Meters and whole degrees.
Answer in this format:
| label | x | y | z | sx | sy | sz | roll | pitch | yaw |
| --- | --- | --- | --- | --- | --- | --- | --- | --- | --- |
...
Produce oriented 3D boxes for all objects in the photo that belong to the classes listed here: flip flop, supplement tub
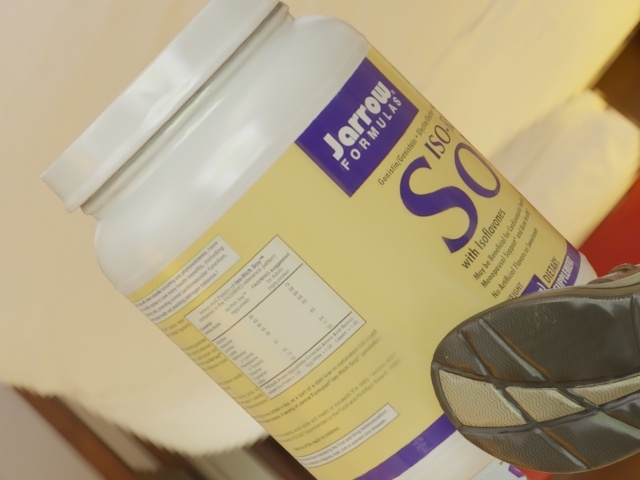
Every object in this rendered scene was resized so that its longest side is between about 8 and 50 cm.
| label | x | y | z | sx | sy | sz | roll | pitch | yaw |
| --- | --- | --- | --- | --- | --- | --- | --- | --- | --- |
| flip flop | 0.199 | 0.050 | 1.082 | 0.277 | 0.112 | 0.080 | -26 | -176 | 15 |
| supplement tub | 0.000 | 0.000 | 1.249 | 0.241 | 0.331 | 0.241 | -44 | -172 | 8 |

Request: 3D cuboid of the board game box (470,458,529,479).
| label | x | y | z | sx | sy | sz | roll | pitch | yaw |
| --- | --- | --- | --- | --- | --- | --- | --- | --- | --- |
| board game box | 0.207 | 0.374 | 2.025 | 0.144 | 0.275 | 0.142 | -40 | -155 | -9 |
